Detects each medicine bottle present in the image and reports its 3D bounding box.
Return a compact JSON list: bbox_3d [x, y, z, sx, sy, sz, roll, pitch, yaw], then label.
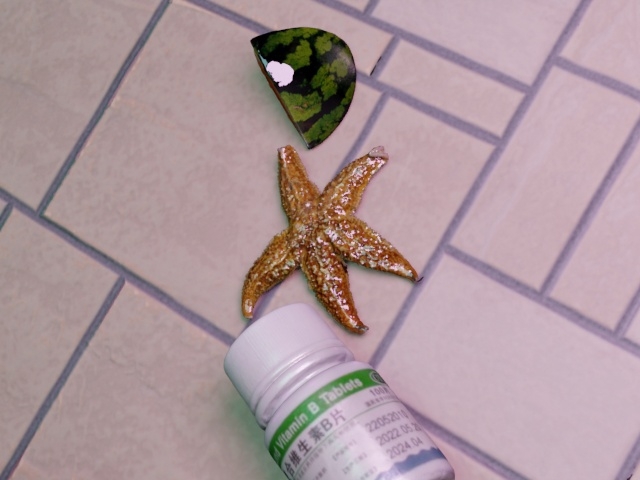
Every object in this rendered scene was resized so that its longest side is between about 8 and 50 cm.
[{"bbox_3d":[0.013,0.183,1.167,0.139,0.139,0.237,-42,64,7],"label":"medicine bottle"}]

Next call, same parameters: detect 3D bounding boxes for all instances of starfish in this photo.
[{"bbox_3d":[0.000,0.000,1.281,0.240,0.043,0.227,-46,62,8],"label":"starfish"}]

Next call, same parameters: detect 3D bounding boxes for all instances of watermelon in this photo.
[{"bbox_3d":[-0.027,-0.170,1.333,0.094,0.125,0.135,-2,92,53],"label":"watermelon"}]
